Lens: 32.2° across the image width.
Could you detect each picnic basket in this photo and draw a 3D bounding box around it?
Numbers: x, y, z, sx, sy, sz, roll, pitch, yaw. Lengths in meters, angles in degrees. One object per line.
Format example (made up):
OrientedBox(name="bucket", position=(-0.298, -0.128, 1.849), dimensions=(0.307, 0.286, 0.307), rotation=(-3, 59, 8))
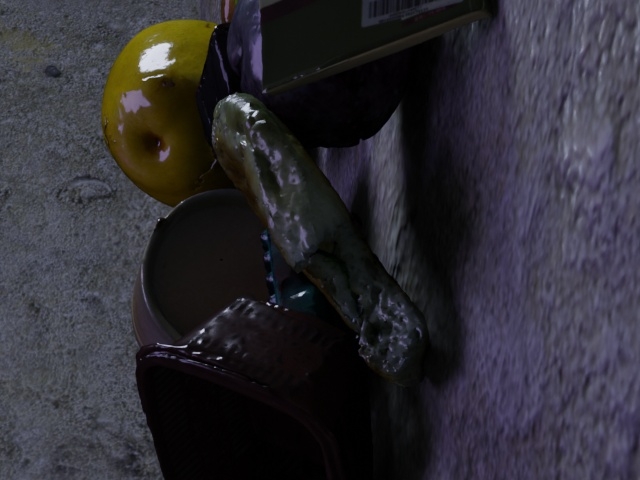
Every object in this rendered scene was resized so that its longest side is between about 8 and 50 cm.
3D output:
OrientedBox(name="picnic basket", position=(-0.039, 0.183, 1.035), dimensions=(0.129, 0.222, 0.297), rotation=(-50, -33, -38))

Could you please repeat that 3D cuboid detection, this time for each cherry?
OrientedBox(name="cherry", position=(0.005, -0.184, 1.024), dimensions=(0.195, 0.195, 0.195), rotation=(-177, 90, -79))

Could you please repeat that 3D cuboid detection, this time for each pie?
OrientedBox(name="pie", position=(-0.002, -0.003, 0.946), dimensions=(0.302, 0.067, 0.302), rotation=(53, 178, 2))

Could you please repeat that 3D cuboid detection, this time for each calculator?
OrientedBox(name="calculator", position=(-0.020, 0.070, 1.212), dimensions=(0.248, 0.058, 0.274), rotation=(76, -176, -50))

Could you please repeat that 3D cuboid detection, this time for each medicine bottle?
OrientedBox(name="medicine bottle", position=(-0.152, 0.094, 1.584), dimensions=(0.406, 0.235, 0.236), rotation=(129, 142, -71))

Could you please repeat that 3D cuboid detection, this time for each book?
OrientedBox(name="book", position=(0.033, -0.266, 0.920), dimensions=(0.026, 0.201, 0.290), rotation=(37, -137, -50))

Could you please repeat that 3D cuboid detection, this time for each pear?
OrientedBox(name="pear", position=(-0.159, -0.192, 1.579), dimensions=(0.336, 0.284, 0.285), rotation=(-72, -3, -45))

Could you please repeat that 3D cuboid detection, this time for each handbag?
OrientedBox(name="handbag", position=(-0.052, -0.180, 1.329), dimensions=(0.215, 0.169, 0.155), rotation=(128, 127, -70))

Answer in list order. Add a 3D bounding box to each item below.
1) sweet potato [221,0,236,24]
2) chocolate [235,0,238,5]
OrientedBox(name="sweet potato", position=(-0.111, -0.498, 1.902), dimensions=(0.106, 0.095, 0.355), rotation=(-18, 60, 57))
OrientedBox(name="chocolate", position=(-0.043, -0.462, 1.430), dimensions=(0.289, 0.137, 0.301), rotation=(-103, 19, -55))
